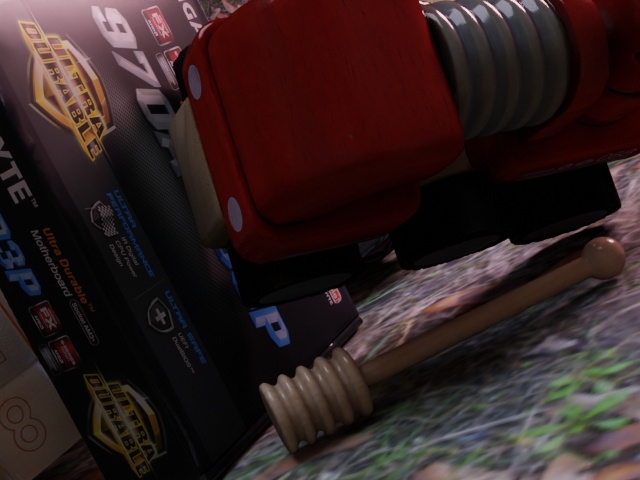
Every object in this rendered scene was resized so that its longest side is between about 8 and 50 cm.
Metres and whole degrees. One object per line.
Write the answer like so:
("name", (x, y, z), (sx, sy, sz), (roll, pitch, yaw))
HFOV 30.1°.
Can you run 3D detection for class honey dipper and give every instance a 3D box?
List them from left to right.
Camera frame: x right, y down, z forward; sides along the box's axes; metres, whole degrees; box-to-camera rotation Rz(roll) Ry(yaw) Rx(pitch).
("honey dipper", (0.053, 0.036, 0.478), (0.161, 0.030, 0.030), (-26, 8, -10))

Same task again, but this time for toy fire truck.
("toy fire truck", (0.077, -0.055, 0.467), (0.217, 0.158, 0.246), (-12, -12, -24))

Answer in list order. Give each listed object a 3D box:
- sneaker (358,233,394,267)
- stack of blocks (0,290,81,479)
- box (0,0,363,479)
("sneaker", (0.000, 0.000, 0.736), (0.262, 0.104, 0.125), (-37, -24, -2))
("stack of blocks", (-0.216, 0.099, 0.589), (0.297, 0.087, 0.171), (-40, 14, -30))
("box", (-0.079, -0.017, 0.544), (0.051, 0.220, 0.175), (-23, 8, 29))
